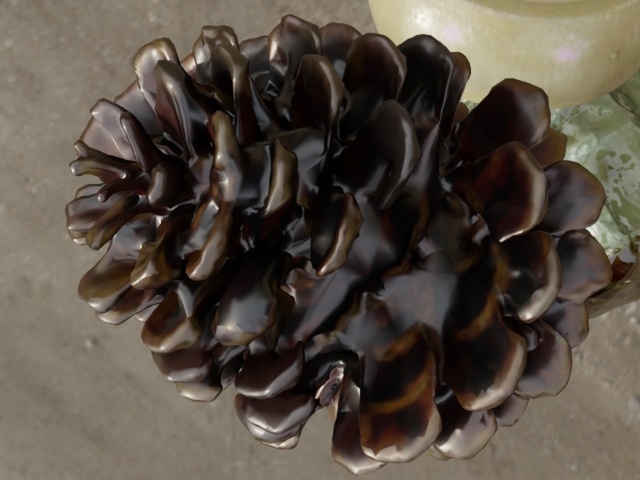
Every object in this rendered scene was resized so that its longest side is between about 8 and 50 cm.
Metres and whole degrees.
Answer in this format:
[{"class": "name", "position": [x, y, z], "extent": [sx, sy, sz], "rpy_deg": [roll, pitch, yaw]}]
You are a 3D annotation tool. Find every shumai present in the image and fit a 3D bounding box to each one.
[{"class": "shumai", "position": [0.299, -0.078, 1.433], "extent": [0.397, 0.324, 0.323], "rpy_deg": [-46, 57, 26]}]

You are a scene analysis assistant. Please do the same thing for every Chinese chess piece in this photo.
[{"class": "Chinese chess piece", "position": [0.162, -0.217, 1.001], "extent": [0.251, 0.250, 0.097], "rpy_deg": [22, 141, 15]}]

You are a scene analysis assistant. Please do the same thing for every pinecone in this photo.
[{"class": "pinecone", "position": [0.002, -0.002, 0.633], "extent": [0.246, 0.292, 0.246], "rpy_deg": [-17, 66, 42]}]
